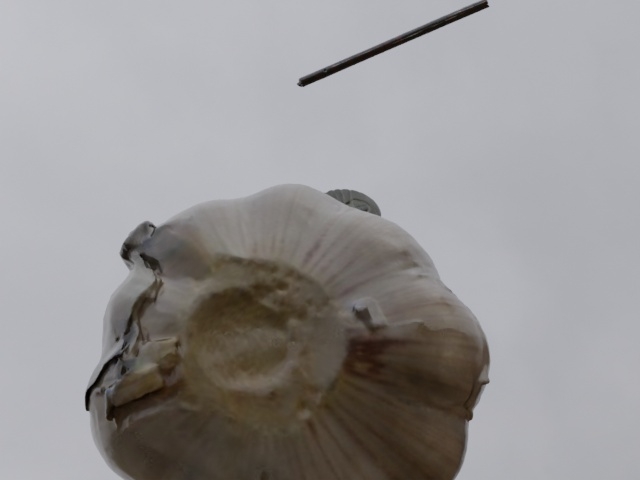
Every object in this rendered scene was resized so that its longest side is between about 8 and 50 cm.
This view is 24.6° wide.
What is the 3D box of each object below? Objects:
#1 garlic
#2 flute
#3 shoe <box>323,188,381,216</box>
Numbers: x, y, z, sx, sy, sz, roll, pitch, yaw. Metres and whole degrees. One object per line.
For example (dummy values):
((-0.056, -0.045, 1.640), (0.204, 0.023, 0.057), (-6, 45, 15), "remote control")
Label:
((-0.024, 0.106, 1.179), (0.322, 0.322, 0.241), (-28, 6, 7), "garlic")
((0.091, -0.243, 1.806), (0.269, 0.014, 0.014), (-25, -29, -15), "flute")
((0.000, 0.000, 1.926), (0.169, 0.071, 0.099), (-20, -36, -8), "shoe")
